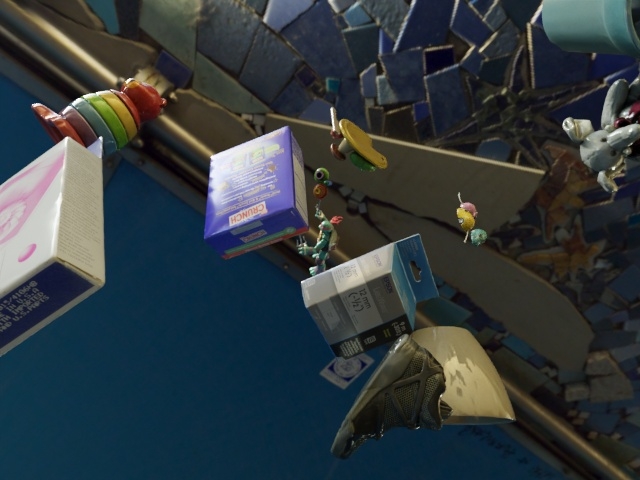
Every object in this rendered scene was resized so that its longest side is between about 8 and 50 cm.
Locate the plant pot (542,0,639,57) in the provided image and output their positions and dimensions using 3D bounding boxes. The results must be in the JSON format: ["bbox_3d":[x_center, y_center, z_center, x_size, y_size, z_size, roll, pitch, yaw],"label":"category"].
[{"bbox_3d":[0.776,-0.617,1.054,0.341,0.341,0.334,36,-171,-22],"label":"plant pot"}]

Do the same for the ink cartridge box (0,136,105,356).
[{"bbox_3d":[-0.412,0.017,0.507,0.071,0.324,0.330,52,-176,-47],"label":"ink cartridge box"}]

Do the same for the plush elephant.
[{"bbox_3d":[0.849,-0.294,1.171,0.255,0.330,0.272,-34,-99,-20],"label":"plush elephant"}]

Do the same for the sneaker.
[{"bbox_3d":[0.113,0.270,0.642,0.130,0.228,0.087,37,-173,13],"label":"sneaker"}]

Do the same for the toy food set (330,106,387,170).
[{"bbox_3d":[0.079,-0.239,1.084,0.217,0.071,0.128,27,-142,-37],"label":"toy food set"}]

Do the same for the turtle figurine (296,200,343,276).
[{"bbox_3d":[0.000,0.000,1.356,0.118,0.234,0.175,20,-132,18],"label":"turtle figurine"}]

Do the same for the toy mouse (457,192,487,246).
[{"bbox_3d":[0.385,-0.042,1.051,0.143,0.031,0.161,30,-135,-42],"label":"toy mouse"}]

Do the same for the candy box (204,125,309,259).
[{"bbox_3d":[-0.178,-0.137,1.182,0.122,0.268,0.317,55,-156,-49],"label":"candy box"}]

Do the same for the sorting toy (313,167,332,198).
[{"bbox_3d":[0.002,-0.186,1.363,0.042,0.061,0.102,-7,-82,-67],"label":"sorting toy"}]

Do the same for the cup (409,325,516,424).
[{"bbox_3d":[0.345,0.376,1.169,0.331,0.331,0.237,25,-125,-37],"label":"cup"}]

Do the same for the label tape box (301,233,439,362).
[{"bbox_3d":[0.154,0.164,1.152,0.115,0.347,0.249,-104,-10,-55],"label":"label tape box"}]

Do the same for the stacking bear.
[{"bbox_3d":[-0.554,-0.329,1.111,0.175,0.164,0.289,30,-123,31],"label":"stacking bear"}]
